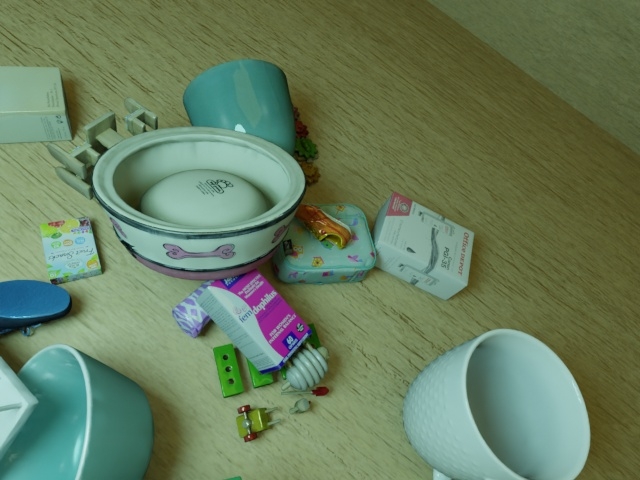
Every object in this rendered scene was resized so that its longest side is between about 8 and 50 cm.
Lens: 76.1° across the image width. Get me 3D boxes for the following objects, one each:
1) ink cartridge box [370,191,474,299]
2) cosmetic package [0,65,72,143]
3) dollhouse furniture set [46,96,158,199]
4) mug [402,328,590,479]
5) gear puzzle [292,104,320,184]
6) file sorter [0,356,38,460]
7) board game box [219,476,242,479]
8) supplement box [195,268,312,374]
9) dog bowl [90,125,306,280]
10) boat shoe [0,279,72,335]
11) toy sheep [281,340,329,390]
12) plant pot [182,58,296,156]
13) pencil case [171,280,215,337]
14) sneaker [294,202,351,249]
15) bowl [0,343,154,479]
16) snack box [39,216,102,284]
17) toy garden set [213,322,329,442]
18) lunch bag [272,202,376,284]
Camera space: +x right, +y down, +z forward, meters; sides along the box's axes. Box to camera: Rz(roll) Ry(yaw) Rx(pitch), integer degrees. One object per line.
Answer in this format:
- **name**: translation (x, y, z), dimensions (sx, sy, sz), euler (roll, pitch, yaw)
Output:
- **ink cartridge box**: translation (0.294, 0.015, 1.204), dimensions (0.282, 0.117, 0.207), euler (26, 55, -5)
- **cosmetic package**: translation (-0.796, -0.330, 0.997), dimensions (0.309, 0.113, 0.160), euler (-11, 65, -27)
- **dollhouse furniture set**: translation (-0.515, -0.204, 0.949), dimensions (0.161, 0.242, 0.212), euler (35, 54, 2)
- **mug**: translation (0.316, 0.409, 0.850), dimensions (0.276, 0.328, 0.374), euler (23, 56, -7)
- **gear puzzle**: translation (-0.098, -0.317, 1.296), dimensions (0.175, 0.044, 0.339), euler (-13, 66, -27)
- **file sorter**: translation (-0.619, 0.244, 0.601), dimensions (0.277, 0.173, 0.193), euler (34, 91, 19)
- **board game box**: translation (-0.232, 0.499, 0.615), dimensions (0.213, 0.318, 0.046), euler (0, 26, -20)
- **supplement box**: translation (-0.143, 0.161, 0.874), dimensions (0.220, 0.114, 0.111), euler (48, 54, -2)
- **dog bowl**: translation (-0.241, -0.084, 0.859), dimensions (0.407, 0.151, 0.408), euler (7, 38, -5)
- **boat shoe**: translation (-0.630, 0.134, 0.804), dimensions (0.258, 0.089, 0.109), euler (2, 47, -14)
- **toy sheep**: translation (-0.034, 0.278, 0.888), dimensions (0.132, 0.091, 0.091), euler (-35, 77, -19)
- **plant pot**: translation (-0.198, -0.296, 1.111), dimensions (0.292, 0.293, 0.235), euler (-13, 79, -27)
- **pencil case**: translation (-0.240, 0.133, 0.947), dimensions (0.088, 0.086, 0.206), euler (29, 52, 26)
- **sneaker**: translation (-0.006, -0.039, 1.025), dimensions (0.175, 0.064, 0.067), euler (28, 64, 1)
- **bowl**: translation (-0.397, 0.338, 0.671), dimensions (0.163, 0.311, 0.312), euler (32, 42, -51)
- **snack box**: translation (-0.562, 0.020, 0.922), dimensions (0.100, 0.037, 0.141), euler (-14, 67, -26)
- **toy garden set**: translation (-0.100, 0.315, 0.921), dimensions (0.244, 0.049, 0.204), euler (-8, 62, -26)
- **lunch bag**: translation (0.000, 0.000, 1.107), dimensions (0.279, 0.108, 0.224), euler (1, 61, -20)
